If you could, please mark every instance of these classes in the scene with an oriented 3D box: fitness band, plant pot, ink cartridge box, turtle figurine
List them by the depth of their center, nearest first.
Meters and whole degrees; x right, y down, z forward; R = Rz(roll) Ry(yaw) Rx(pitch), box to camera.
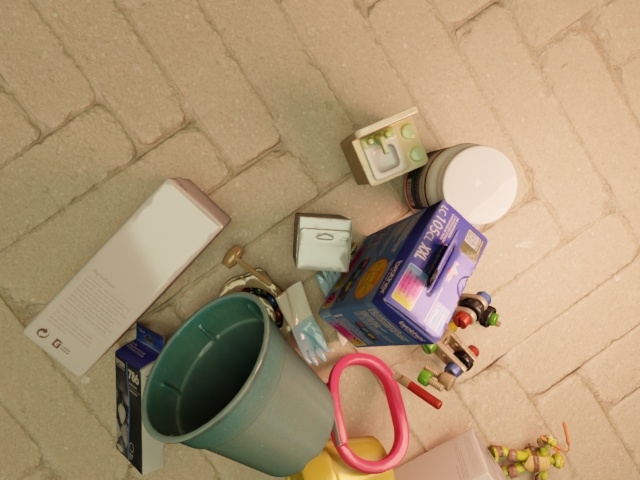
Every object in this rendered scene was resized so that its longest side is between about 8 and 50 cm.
[{"bbox_3d":[0.186,0.083,1.005,0.151,0.395,0.270,40,65,-11],"label":"ink cartridge box"},{"bbox_3d":[-0.155,0.352,1.036,0.341,0.341,0.334,-41,123,0],"label":"plant pot"},{"bbox_3d":[0.000,0.000,1.122,0.128,0.176,0.128,3,96,-6],"label":"ink cartridge box"},{"bbox_3d":[-0.451,0.384,1.128,0.065,0.165,0.333,-2,96,-44],"label":"ink cartridge box"},{"bbox_3d":[0.117,0.435,1.161,0.208,0.054,0.291,4,57,-23],"label":"fitness band"},{"bbox_3d":[0.051,0.623,1.174,0.238,0.254,0.254,-9,97,-21],"label":"plant pot"},{"bbox_3d":[0.599,0.617,1.291,0.217,0.087,0.270,-4,112,5],"label":"turtle figurine"}]

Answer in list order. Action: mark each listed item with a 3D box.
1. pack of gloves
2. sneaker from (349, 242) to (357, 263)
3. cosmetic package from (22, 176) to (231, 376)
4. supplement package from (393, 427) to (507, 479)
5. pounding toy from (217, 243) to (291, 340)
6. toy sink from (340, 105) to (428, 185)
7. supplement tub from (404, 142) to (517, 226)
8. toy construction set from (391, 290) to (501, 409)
[{"bbox_3d":[0.014,0.191,1.146,0.195,0.046,0.232,-33,113,-28],"label":"pack of gloves"},{"bbox_3d":[0.080,0.045,1.212,0.036,0.032,0.083,27,98,-21],"label":"sneaker"},{"bbox_3d":[-0.426,0.069,1.063,0.161,0.230,0.453,43,91,-9],"label":"cosmetic package"},{"bbox_3d":[0.338,0.677,1.201,0.292,0.175,0.178,-34,99,12],"label":"supplement package"},{"bbox_3d":[-0.172,0.156,1.132,0.154,0.155,0.269,-43,98,-4],"label":"pounding toy"},{"bbox_3d":[0.154,-0.214,1.086,0.152,0.234,0.131,-24,98,-3],"label":"toy sink"},{"bbox_3d":[0.324,-0.131,1.091,0.191,0.272,0.191,-1,96,-6],"label":"supplement tub"},{"bbox_3d":[0.281,0.235,1.177,0.237,0.257,0.309,27,73,35],"label":"toy construction set"}]
